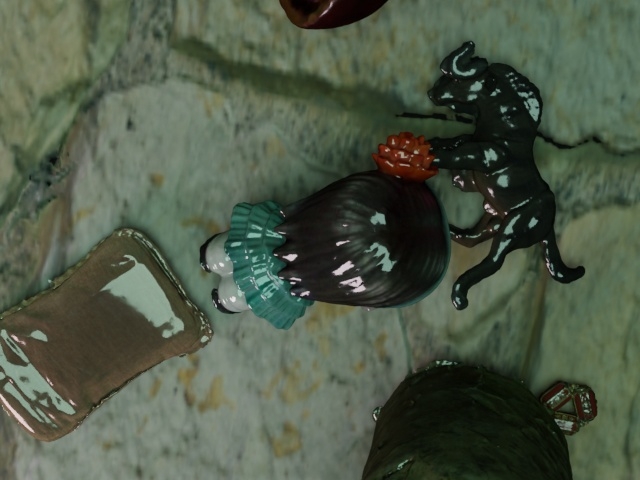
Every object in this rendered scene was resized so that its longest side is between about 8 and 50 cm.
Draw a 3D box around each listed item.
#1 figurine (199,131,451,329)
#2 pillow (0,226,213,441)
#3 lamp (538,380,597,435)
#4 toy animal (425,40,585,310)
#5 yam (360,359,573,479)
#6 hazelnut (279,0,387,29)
[{"bbox_3d":[0.000,0.000,1.310,0.246,0.110,0.137,-14,95,40],"label":"figurine"},{"bbox_3d":[-0.214,0.089,1.416,0.211,0.034,0.135,-33,103,10],"label":"pillow"},{"bbox_3d":[0.211,0.153,1.419,0.083,0.031,0.063,-16,106,5],"label":"lamp"},{"bbox_3d":[0.145,-0.051,1.348,0.148,0.084,0.232,-26,97,6],"label":"toy animal"},{"bbox_3d":[0.121,0.229,1.293,0.195,0.300,0.195,2,106,6],"label":"yam"},{"bbox_3d":[0.005,-0.271,1.256,0.161,0.170,0.201,9,93,1],"label":"hazelnut"}]
